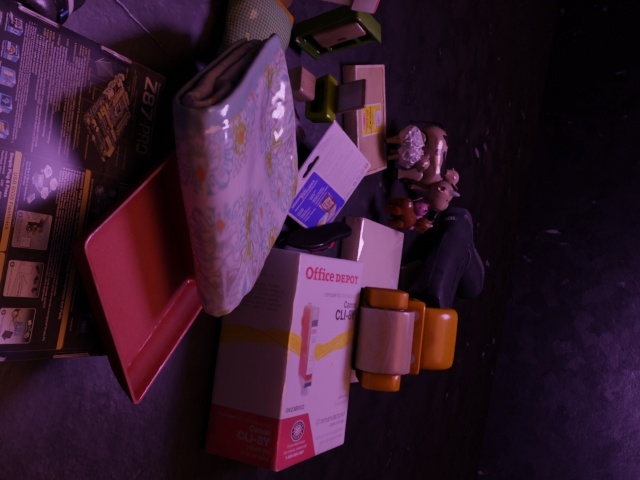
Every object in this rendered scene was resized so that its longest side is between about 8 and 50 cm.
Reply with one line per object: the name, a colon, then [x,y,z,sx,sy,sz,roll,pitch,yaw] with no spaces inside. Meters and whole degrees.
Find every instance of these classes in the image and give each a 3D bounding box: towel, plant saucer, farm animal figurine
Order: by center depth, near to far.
plant saucer: [-0.228,0.035,0.857,0.259,0.048,0.258,-63,155,-52]
towel: [-0.114,-0.119,0.989,0.374,0.090,0.320,-69,158,-56]
farm animal figurine: [0.301,-0.168,1.770,0.330,0.172,0.326,-37,127,-62]
towel: [0.275,0.120,1.958,0.148,0.027,0.110,-16,109,-59]

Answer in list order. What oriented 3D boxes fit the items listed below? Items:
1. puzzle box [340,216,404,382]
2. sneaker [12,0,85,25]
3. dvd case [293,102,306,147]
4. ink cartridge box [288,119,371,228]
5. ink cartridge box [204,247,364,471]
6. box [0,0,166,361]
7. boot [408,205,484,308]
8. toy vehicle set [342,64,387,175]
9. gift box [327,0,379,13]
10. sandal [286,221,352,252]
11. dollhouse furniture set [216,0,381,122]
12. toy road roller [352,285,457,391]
puzzle box: [0.118,0.159,1.664,0.272,0.052,0.408,17,80,-60]
sneaker: [-0.351,-0.337,0.729,0.217,0.079,0.121,60,43,-48]
dvd case: [-0.112,-0.203,1.222,0.238,0.030,0.179,-59,142,-40]
ink cartridge box: [0.001,-0.128,1.343,0.206,0.045,0.208,-55,149,-3]
ink cartridge box: [-0.058,0.211,1.249,0.279,0.160,0.384,12,84,-61]
box: [-0.344,-0.057,0.769,0.318,0.097,0.394,11,85,-60]
boot: [0.394,0.160,2.001,0.445,0.146,0.367,-62,139,-49]
toy vehicle set: [0.113,-0.299,1.596,0.166,0.035,0.266,-24,115,-57]
gift box: [0.024,-0.550,1.082,0.276,0.258,0.255,115,-21,-62]
sandal: [0.000,0.000,1.355,0.179,0.067,0.040,-15,132,-47]
dollhouse furniture set: [-0.027,-0.363,1.177,0.301,0.151,0.197,23,66,-54]
toy road roller: [0.196,0.212,1.439,0.329,0.241,0.202,86,9,-89]
